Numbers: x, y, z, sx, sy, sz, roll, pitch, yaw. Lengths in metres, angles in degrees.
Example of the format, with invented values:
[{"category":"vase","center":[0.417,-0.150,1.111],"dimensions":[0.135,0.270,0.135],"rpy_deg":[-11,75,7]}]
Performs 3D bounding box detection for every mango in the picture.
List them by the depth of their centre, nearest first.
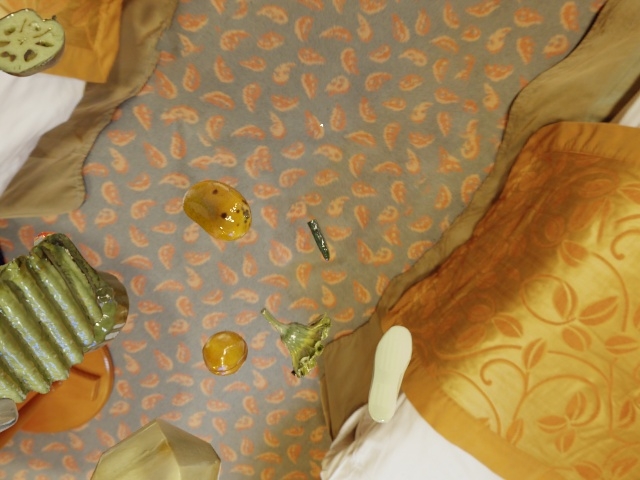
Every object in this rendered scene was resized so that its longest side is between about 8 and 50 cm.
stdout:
[{"category":"mango","center":[-0.224,-0.070,0.937],"dimensions":[0.178,0.090,0.115],"rpy_deg":[35,110,26]}]

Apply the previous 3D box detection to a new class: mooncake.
[{"category":"mooncake","center":[-0.920,0.269,1.651],"dimensions":[0.352,0.187,0.350],"rpy_deg":[0,83,-4]}]

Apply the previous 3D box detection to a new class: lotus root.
[{"category":"lotus root","center":[-0.731,-0.478,1.083],"dimensions":[0.204,0.078,0.183],"rpy_deg":[-32,76,-13]}]

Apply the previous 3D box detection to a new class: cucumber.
[{"category":"cucumber","center":[0.000,0.000,1.309],"dimensions":[0.032,0.032,0.132],"rpy_deg":[-25,88,7]}]

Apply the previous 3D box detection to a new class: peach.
[{"category":"peach","center":[-0.287,0.339,1.315],"dimensions":[0.138,0.138,0.137],"rpy_deg":[0,105,0]}]

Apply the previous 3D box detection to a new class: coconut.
[{"category":"coconut","center":[-0.393,0.601,1.058],"dimensions":[0.324,0.323,0.322],"rpy_deg":[0,105,0]}]

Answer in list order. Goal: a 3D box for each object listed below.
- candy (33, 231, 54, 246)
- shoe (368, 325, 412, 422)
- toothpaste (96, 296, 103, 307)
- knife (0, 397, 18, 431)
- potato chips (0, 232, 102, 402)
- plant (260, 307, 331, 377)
[{"category":"candy","center":[-0.840,0.040,1.330],"dimensions":[0.062,0.038,0.121],"rpy_deg":[-20,79,30]},{"category":"shoe","center":[0.184,0.370,1.194],"dimensions":[0.095,0.110,0.264],"rpy_deg":[16,60,12]},{"category":"toothpaste","center":[-0.818,0.164,1.462],"dimensions":[0.205,0.056,0.036],"rpy_deg":[34,112,11]},{"category":"knife","center":[-0.411,0.210,0.425],"dimensions":[0.080,0.331,0.044],"rpy_deg":[-18,84,-12]},{"category":"potato chips","center":[-0.674,0.195,1.046],"dimensions":[0.070,0.358,0.428],"rpy_deg":[17,135,13]},{"category":"plant","center":[-0.094,0.401,1.683],"dimensions":[0.297,0.260,0.306],"rpy_deg":[14,150,-36]}]
